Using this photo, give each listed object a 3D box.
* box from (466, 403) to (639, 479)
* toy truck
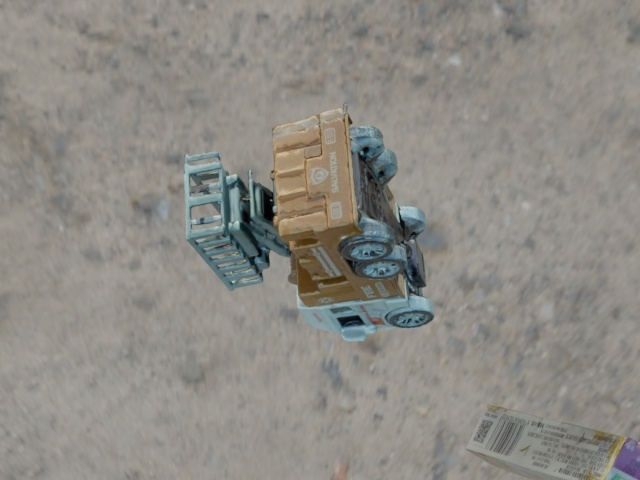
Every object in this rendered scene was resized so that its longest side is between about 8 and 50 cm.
[{"bbox_3d":[0.159,0.140,1.017,0.050,0.207,0.041,29,81,-16],"label":"box"},{"bbox_3d":[0.000,0.001,0.965,0.115,0.178,0.080,-11,63,13],"label":"toy truck"}]
